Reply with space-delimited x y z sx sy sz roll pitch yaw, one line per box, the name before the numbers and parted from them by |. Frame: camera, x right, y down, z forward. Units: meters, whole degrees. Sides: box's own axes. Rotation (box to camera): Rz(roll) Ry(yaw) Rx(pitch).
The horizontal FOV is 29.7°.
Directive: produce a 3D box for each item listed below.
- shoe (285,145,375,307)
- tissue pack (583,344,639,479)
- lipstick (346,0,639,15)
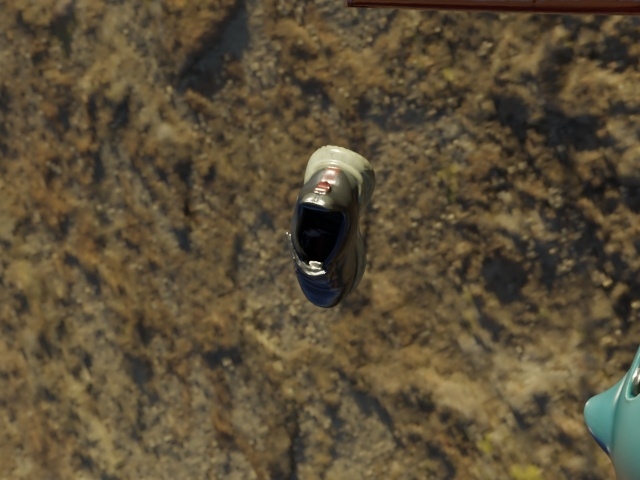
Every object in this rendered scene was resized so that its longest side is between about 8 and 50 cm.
shoe | 0.000 0.000 1.438 0.099 0.112 0.228 18 126 14
tissue pack | 0.249 0.037 0.517 0.206 0.287 0.198 25 174 10
lipstick | 0.158 -0.197 0.870 0.073 0.279 0.073 2 -90 -88
